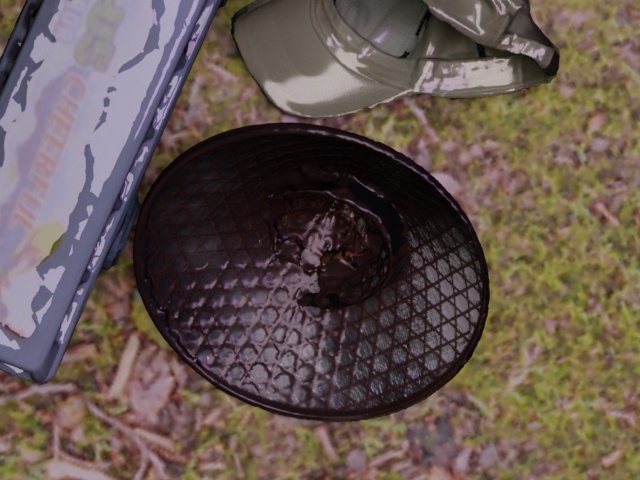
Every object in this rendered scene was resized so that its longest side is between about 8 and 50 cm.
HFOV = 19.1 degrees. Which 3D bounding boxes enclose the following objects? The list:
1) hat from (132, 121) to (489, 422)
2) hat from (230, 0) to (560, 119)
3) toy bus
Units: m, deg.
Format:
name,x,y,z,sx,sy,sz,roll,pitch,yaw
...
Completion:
name,x,y,z,sx,sy,sz,roll,pitch,yaw
hat,0.000,0.000,1.029,0.193,0.082,0.193,6,126,8
hat,0.037,-0.120,1.045,0.166,0.081,0.122,-19,130,8
toy bus,-0.118,-0.091,0.986,0.109,0.136,0.329,24,87,-7
